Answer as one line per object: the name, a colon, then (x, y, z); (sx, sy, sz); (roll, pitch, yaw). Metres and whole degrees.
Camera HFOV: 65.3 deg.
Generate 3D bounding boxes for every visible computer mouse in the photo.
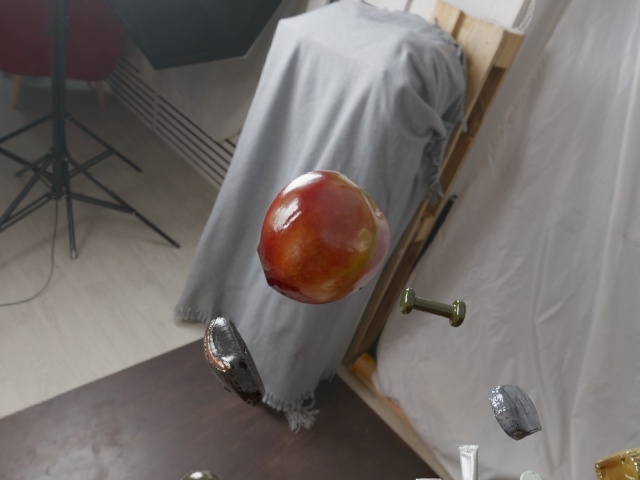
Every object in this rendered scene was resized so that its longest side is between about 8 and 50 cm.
computer mouse: (-0.261, 0.356, 1.457); (0.116, 0.182, 0.323); (-35, 36, -5)

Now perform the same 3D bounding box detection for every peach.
peach: (0.000, 0.000, 1.386); (0.389, 0.388, 0.388); (14, 32, -9)

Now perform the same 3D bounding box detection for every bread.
bread: (0.708, 0.602, 1.082); (0.120, 0.152, 0.287); (12, 50, -21)

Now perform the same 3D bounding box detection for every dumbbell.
dumbbell: (0.204, 0.122, 0.912); (0.118, 0.046, 0.052); (14, 57, -3)

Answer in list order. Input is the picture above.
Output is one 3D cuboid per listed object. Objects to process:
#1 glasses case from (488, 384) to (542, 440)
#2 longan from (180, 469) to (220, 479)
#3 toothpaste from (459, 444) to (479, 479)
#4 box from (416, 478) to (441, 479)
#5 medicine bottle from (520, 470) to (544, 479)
glasses case: (0.427, 0.373, 1.092); (0.282, 0.067, 0.109); (31, 31, -57)
longan: (-0.399, 0.847, 1.649); (0.168, 0.187, 0.167); (-6, 56, 9)
toothpaste: (0.345, 0.585, 1.149); (0.033, 0.052, 0.218); (33, 50, -36)
box: (0.392, 1.000, 1.738); (0.106, 0.203, 0.251); (-7, 16, 14)
medicine bottle: (0.753, 0.852, 1.718); (0.218, 0.074, 0.073); (43, 12, -41)
